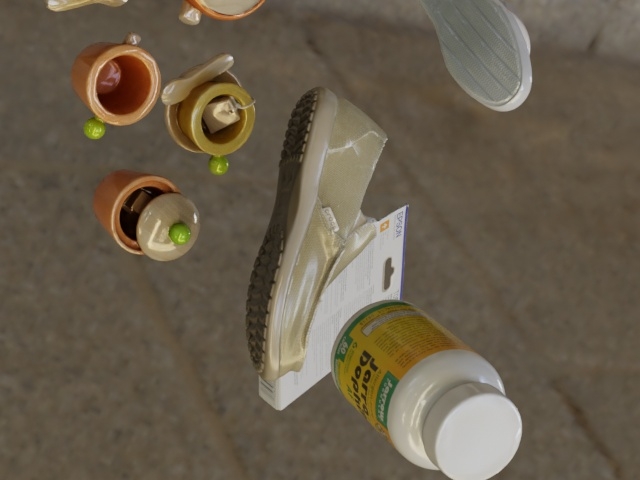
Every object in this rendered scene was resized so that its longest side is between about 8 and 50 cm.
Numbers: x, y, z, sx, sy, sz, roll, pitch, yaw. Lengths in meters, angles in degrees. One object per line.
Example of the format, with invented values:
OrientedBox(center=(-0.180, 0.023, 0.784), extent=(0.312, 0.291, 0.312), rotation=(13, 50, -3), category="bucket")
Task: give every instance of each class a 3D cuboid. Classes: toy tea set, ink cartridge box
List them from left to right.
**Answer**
OrientedBox(center=(-0.124, -0.144, 1.460), extent=(0.200, 0.336, 0.124), rotation=(-19, 26, -28), category="toy tea set")
OrientedBox(center=(0.014, 0.073, 2.049), extent=(0.224, 0.223, 0.045), rotation=(-34, 55, -31), category="ink cartridge box")

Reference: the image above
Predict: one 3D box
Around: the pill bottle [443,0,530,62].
OrientedBox(center=(0.238, -0.289, 2.388), extent=(0.124, 0.124, 0.221), rotation=(27, 14, -1), category="pill bottle")

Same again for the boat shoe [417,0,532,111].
OrientedBox(center=(0.203, -0.289, 2.174), extent=(0.094, 0.109, 0.302), rotation=(17, 39, -51), category="boat shoe")

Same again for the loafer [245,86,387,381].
OrientedBox(center=(0.000, 0.000, 1.483), extent=(0.092, 0.268, 0.102), rotation=(13, 3, -15), category="loafer")

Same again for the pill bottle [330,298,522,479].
OrientedBox(center=(0.099, 0.141, 1.533), extent=(0.118, 0.117, 0.208), rotation=(10, 14, -27), category="pill bottle")
